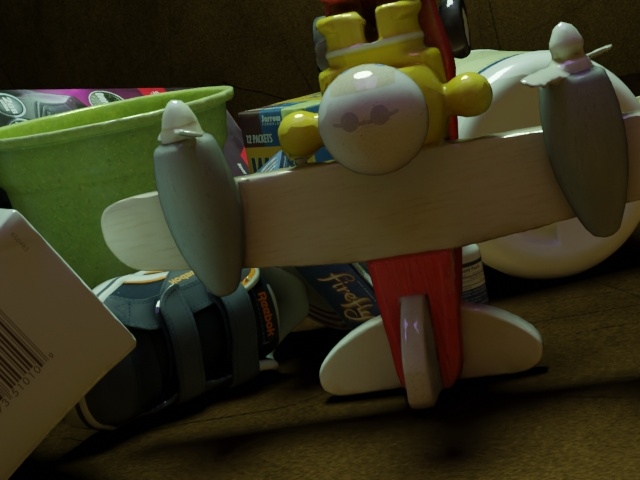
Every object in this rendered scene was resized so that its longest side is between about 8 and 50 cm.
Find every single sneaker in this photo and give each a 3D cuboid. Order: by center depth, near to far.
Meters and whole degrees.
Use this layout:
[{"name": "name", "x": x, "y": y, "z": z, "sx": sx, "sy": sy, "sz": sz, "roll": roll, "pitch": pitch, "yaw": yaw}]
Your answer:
[{"name": "sneaker", "x": -0.117, "y": 0.080, "z": 1.648, "sx": 0.127, "sy": 0.126, "sz": 0.321, "roll": -3, "pitch": 14, "yaw": 25}]

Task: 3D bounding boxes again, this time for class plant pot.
[{"name": "plant pot", "x": -0.202, "y": -0.012, "z": 1.908, "sx": 0.276, "sy": 0.254, "sz": 0.276, "roll": -11, "pitch": 10, "yaw": 2}]

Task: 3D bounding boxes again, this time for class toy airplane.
[{"name": "toy airplane", "x": 0.058, "y": -0.051, "z": 1.481, "sx": 0.386, "sy": 0.384, "sz": 0.272, "roll": -52, "pitch": -16, "yaw": -1}]

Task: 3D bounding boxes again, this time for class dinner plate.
[{"name": "dinner plate", "x": -0.024, "y": 0.040, "z": 1.794, "sx": 0.017, "sy": 0.141, "sz": 0.141, "roll": -53, "pitch": 25, "yaw": -17}]

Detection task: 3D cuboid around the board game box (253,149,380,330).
[{"name": "board game box", "x": 0.000, "y": 0.000, "z": 1.738, "sx": 0.042, "sy": 0.165, "sz": 0.243, "roll": -42, "pitch": 8, "yaw": 6}]

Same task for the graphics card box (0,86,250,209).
[{"name": "graphics card box", "x": -0.235, "y": -0.081, "z": 2.223, "sx": 0.371, "sy": 0.233, "sz": 0.094, "roll": -5, "pitch": -41, "yaw": -41}]

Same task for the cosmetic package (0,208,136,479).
[{"name": "cosmetic package", "x": -0.341, "y": 0.091, "z": 1.515, "sx": 0.217, "sy": 0.156, "sz": 0.385, "roll": -47, "pitch": 22, "yaw": -17}]

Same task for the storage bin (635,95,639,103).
[{"name": "storage bin", "x": 0.487, "y": -0.122, "z": 2.188, "sx": 0.260, "sy": 0.123, "sz": 0.262, "roll": -17, "pitch": 11, "yaw": -38}]

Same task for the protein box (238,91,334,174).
[{"name": "protein box", "x": 0.033, "y": -0.081, "z": 2.220, "sx": 0.199, "sy": 0.201, "sz": 0.136, "roll": -18, "pitch": 11, "yaw": -37}]

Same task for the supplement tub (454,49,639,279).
[{"name": "supplement tub", "x": 0.199, "y": -0.090, "z": 1.977, "sx": 0.235, "sy": 0.235, "sz": 0.325, "roll": -13, "pitch": 9, "yaw": -11}]

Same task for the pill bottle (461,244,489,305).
[{"name": "pill bottle", "x": 0.115, "y": 0.038, "z": 1.639, "sx": 0.067, "sy": 0.120, "sz": 0.067, "roll": -11, "pitch": 8, "yaw": 2}]
